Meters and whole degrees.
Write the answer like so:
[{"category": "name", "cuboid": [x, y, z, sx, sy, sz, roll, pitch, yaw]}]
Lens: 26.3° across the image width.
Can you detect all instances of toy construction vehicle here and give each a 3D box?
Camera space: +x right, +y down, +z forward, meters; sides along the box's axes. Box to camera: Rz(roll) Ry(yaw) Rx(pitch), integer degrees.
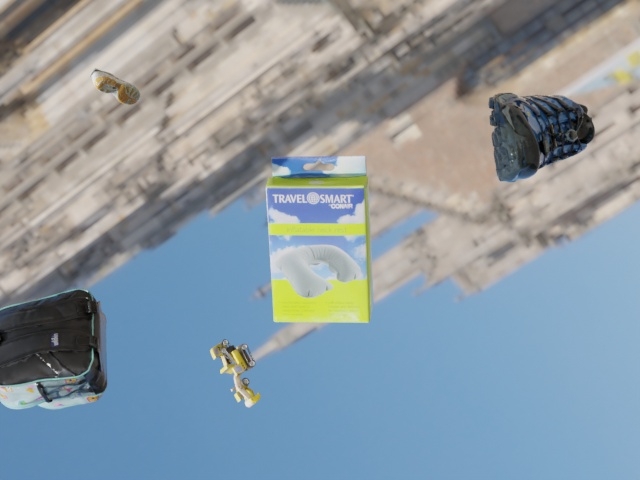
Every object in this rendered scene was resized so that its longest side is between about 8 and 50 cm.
[{"category": "toy construction vehicle", "cuboid": [-0.114, 0.177, 1.829, 0.035, 0.086, 0.098, -22, -98, -25]}]

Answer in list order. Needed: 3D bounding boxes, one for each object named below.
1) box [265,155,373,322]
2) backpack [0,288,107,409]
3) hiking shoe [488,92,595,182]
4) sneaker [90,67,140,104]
[{"category": "box", "cuboid": [0.000, 0.000, 1.467, 0.042, 0.109, 0.178, -72, -19, -68]}, {"category": "backpack", "cuboid": [-0.420, 0.174, 2.083, 0.144, 0.188, 0.166, 84, 178, -57]}, {"category": "hiking shoe", "cuboid": [0.294, -0.151, 1.806, 0.304, 0.132, 0.113, -55, -42, -72]}, {"category": "sneaker", "cuboid": [-0.285, -0.218, 1.905, 0.083, 0.032, 0.037, 28, -163, -50]}]
